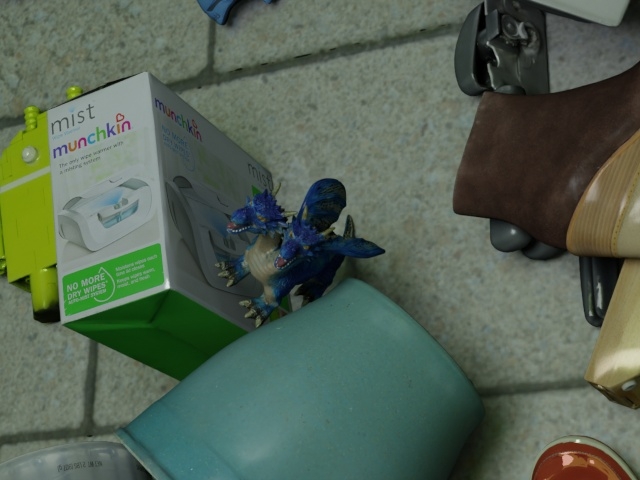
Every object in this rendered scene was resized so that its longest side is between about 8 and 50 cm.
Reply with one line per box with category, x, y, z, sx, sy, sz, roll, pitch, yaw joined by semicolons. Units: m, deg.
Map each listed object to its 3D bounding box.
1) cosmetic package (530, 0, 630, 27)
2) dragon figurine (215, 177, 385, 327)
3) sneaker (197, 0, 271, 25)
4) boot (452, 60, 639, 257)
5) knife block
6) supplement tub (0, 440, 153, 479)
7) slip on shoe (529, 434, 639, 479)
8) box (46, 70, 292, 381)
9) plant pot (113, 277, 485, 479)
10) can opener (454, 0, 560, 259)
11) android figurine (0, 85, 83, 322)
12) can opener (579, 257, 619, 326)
cosmetic package;0.249;-0.434;1.217;0.161;0.230;0.453;18;101;-8
dragon figurine;0.000;0.000;1.274;0.144;0.289;0.085;-40;74;32
sneaker;-0.049;-0.323;1.554;0.209;0.069;0.082;-33;92;3
boot;0.229;-0.115;1.202;0.207;0.090;0.248;19;93;37
knife block;0.327;-0.014;1.218;0.275;0.088;0.242;-30;59;15
supplement tub;-0.222;0.368;1.294;0.193;0.193;0.316;-28;62;16
slip on shoe;0.233;0.319;1.132;0.123;0.101;0.331;-15;64;24
box;-0.146;0.000;1.355;0.127;0.262;0.231;-18;63;20
plant pot;0.000;0.183;1.226;0.255;0.272;0.271;-43;56;-12
can opener;0.184;-0.113;1.354;0.095;0.076;0.283;-28;55;53
android figurine;-0.291;-0.049;1.573;0.248;0.056;0.273;-20;65;20
can opener;0.256;-0.011;1.276;0.073;0.059;0.186;-2;79;-1
